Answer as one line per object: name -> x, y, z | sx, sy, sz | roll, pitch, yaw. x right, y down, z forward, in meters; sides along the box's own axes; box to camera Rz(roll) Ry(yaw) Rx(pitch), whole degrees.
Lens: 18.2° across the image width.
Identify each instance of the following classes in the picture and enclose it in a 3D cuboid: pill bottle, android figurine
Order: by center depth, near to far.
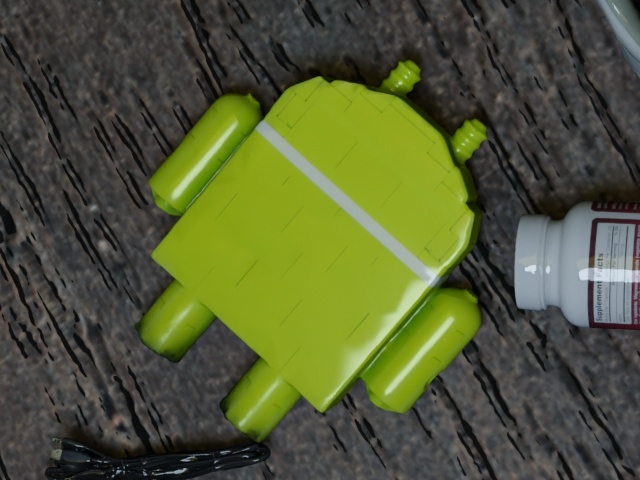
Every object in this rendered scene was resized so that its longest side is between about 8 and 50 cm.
pill bottle -> 0.208, 0.017, 1.322 | 0.152, 0.086, 0.086 | 3, 91, 13
android figurine -> 0.000, 0.000, 1.383 | 0.248, 0.056, 0.273 | 40, 99, 9

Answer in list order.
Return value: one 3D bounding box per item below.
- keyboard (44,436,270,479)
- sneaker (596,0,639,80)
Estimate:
keyboard -> -0.094, 0.232, 1.420 | 0.317, 0.033, 0.201 | -5, 96, 12
sneaker -> 0.198, -0.247, 1.294 | 0.122, 0.146, 0.330 | -26, 84, 13
